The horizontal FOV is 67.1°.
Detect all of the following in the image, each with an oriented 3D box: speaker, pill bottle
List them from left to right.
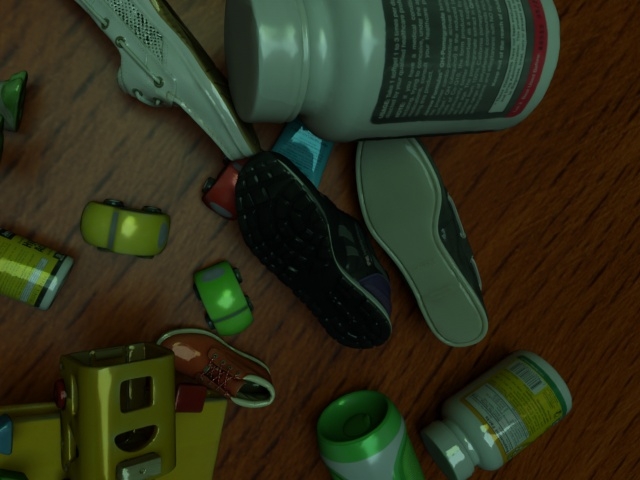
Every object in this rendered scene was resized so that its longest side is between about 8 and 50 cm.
[{"bbox_3d":[-0.333,0.024,0.511,0.116,0.065,0.065,27,88,-21],"label":"pill bottle"},{"bbox_3d":[0.070,-0.196,0.509,0.319,0.176,0.176,-8,100,-22],"label":"pill bottle"},{"bbox_3d":[0.096,0.364,0.678,0.131,0.131,0.296,-26,105,-15],"label":"speaker"},{"bbox_3d":[0.260,0.267,0.728,0.209,0.118,0.117,-30,106,-14],"label":"pill bottle"}]

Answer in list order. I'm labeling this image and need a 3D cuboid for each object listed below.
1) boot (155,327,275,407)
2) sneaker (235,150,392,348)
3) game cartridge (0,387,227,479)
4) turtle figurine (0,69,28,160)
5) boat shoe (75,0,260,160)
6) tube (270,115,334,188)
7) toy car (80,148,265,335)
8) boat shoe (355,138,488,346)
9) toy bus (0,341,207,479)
[{"bbox_3d":[-0.126,0.158,0.595,0.158,0.085,0.059,26,90,-19],"label":"boot"},{"bbox_3d":[0.000,0.000,0.604,0.107,0.124,0.283,-18,120,27],"label":"sneaker"},{"bbox_3d":[-0.266,0.334,0.541,0.286,0.053,0.323,10,96,-41],"label":"game cartridge"},{"bbox_3d":[-0.400,-0.167,0.392,0.267,0.198,0.274,14,98,-26],"label":"turtle figurine"},{"bbox_3d":[-0.175,-0.189,0.527,0.096,0.098,0.277,-36,97,7],"label":"boat shoe"},{"bbox_3d":[0.002,-0.165,0.616,0.080,0.052,0.207,26,93,-7],"label":"tube"},{"bbox_3d":[-0.136,0.020,0.583,0.239,0.053,0.224,-24,106,-12],"label":"toy car"},{"bbox_3d":[0.141,-0.010,0.674,0.112,0.095,0.335,-21,103,21],"label":"boat shoe"},{"bbox_3d":[-0.192,0.199,0.466,0.202,0.104,0.190,51,59,-28],"label":"toy bus"}]
